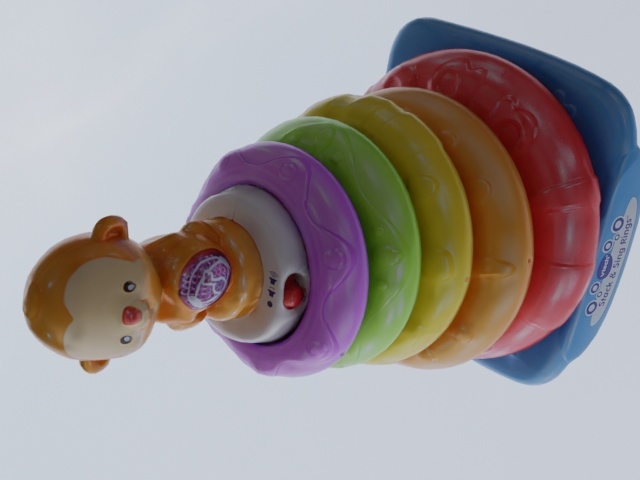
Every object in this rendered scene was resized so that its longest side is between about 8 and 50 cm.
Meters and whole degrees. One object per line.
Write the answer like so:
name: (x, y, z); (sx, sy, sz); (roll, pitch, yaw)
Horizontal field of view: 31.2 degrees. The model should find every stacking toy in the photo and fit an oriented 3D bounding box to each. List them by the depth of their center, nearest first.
stacking toy: (0.000, 0.000, 0.527); (0.302, 0.175, 0.166); (-13, -147, -44)
